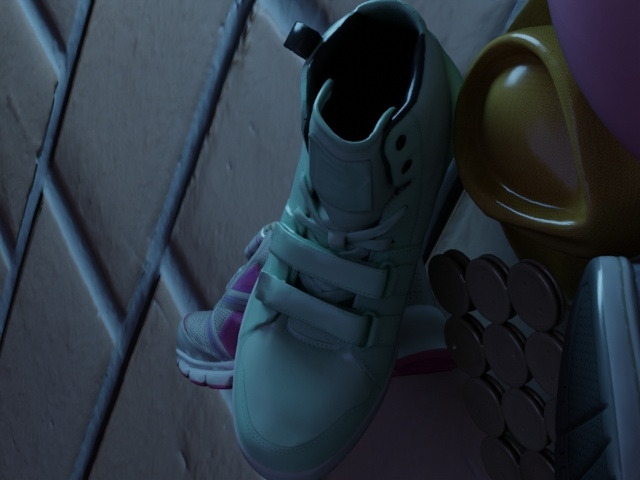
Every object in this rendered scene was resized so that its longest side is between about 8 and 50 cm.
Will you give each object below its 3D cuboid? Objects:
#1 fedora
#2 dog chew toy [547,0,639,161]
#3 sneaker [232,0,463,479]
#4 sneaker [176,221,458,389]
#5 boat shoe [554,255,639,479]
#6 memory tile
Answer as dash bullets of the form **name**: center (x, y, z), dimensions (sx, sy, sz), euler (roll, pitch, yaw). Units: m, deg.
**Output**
- **fedora**: center (0.123, -0.049, 0.565), dimensions (0.194, 0.079, 0.194), euler (4, 95, 56)
- **dog chew toy**: center (0.226, -0.089, 0.313), dimensions (0.331, 0.206, 0.207), euler (16, 105, 47)
- **sneaker**: center (0.000, -0.001, 0.593), dimensions (0.094, 0.151, 0.256), euler (17, 82, 18)
- **sneaker**: center (-0.010, 0.039, 0.762), dimensions (0.252, 0.103, 0.111), euler (-12, 79, 48)
- **boat shoe**: center (0.168, 0.156, 0.466), dimensions (0.118, 0.103, 0.321), euler (91, 171, -64)
- **memory tile**: center (0.107, 0.076, 0.610), dimensions (0.113, 0.012, 0.148), euler (3, 113, 63)
